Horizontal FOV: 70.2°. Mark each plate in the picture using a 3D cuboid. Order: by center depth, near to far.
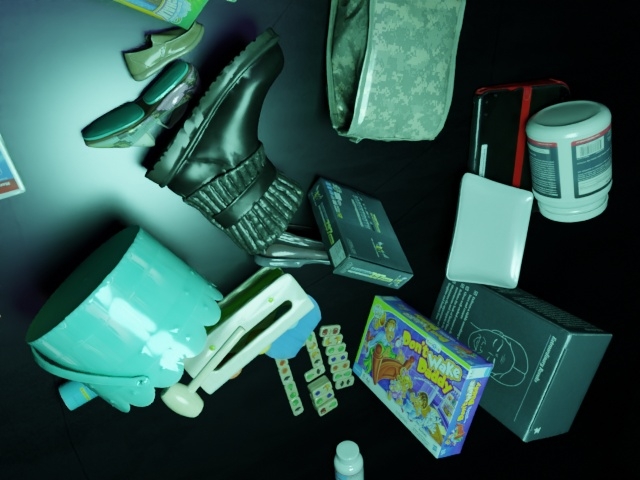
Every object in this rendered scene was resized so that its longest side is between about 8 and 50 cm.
[{"bbox_3d":[0.450,-0.020,1.232,0.277,0.045,0.278,9,91,-30],"label":"plate"}]

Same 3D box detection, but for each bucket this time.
[{"bbox_3d":[-0.324,0.121,0.762,0.281,0.281,0.183,-46,117,-7],"label":"bucket"}]

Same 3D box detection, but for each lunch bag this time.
[{"bbox_3d":[0.140,-0.341,0.912,0.235,0.169,0.287,-5,107,-30],"label":"lunch bag"}]

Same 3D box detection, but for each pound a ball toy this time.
[{"bbox_3d":[-0.157,0.206,0.917,0.319,0.208,0.136,-40,111,-11],"label":"pound a ball toy"}]

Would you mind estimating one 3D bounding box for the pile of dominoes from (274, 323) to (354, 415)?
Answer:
[{"bbox_3d":[-0.003,0.344,1.186,0.195,0.040,0.251,-25,121,-20],"label":"pile of dominoes"}]

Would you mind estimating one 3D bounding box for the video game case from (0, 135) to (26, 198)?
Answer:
[{"bbox_3d":[-0.581,-0.170,0.630,0.204,0.025,0.285,-22,119,-23],"label":"video game case"}]

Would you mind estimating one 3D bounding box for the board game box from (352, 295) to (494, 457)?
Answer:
[{"bbox_3d":[0.232,0.315,1.128,0.078,0.347,0.234,6,106,-32],"label":"board game box"}]

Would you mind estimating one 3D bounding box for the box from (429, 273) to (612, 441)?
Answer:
[{"bbox_3d":[0.509,0.290,1.257,0.211,0.395,0.294,8,105,-33],"label":"box"}]

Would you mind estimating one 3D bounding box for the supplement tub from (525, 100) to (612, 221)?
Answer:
[{"bbox_3d":[0.654,-0.207,1.197,0.191,0.191,0.272,-32,121,-17],"label":"supplement tub"}]

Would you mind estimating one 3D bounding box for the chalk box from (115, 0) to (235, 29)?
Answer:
[{"bbox_3d":[-0.222,-0.414,0.662,0.213,0.132,0.133,11,79,-34],"label":"chalk box"}]

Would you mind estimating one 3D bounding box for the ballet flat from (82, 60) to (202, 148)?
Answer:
[{"bbox_3d":[-0.287,-0.211,0.770,0.221,0.077,0.079,-43,145,-10],"label":"ballet flat"}]

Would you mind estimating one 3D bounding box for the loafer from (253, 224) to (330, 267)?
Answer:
[{"bbox_3d":[0.000,0.000,1.009,0.302,0.109,0.095,-4,107,-27],"label":"loafer"}]

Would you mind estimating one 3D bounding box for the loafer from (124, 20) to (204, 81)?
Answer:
[{"bbox_3d":[-0.256,-0.320,0.746,0.148,0.056,0.050,-42,131,-10],"label":"loafer"}]

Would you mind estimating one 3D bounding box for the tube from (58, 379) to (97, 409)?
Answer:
[{"bbox_3d":[-0.403,0.253,0.905,0.207,0.052,0.080,-30,129,-24],"label":"tube"}]

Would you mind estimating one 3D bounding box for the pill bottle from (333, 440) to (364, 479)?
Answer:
[{"bbox_3d":[0.084,0.676,1.348,0.087,0.087,0.160,-17,117,-25],"label":"pill bottle"}]

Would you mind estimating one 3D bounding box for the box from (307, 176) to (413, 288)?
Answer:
[{"bbox_3d":[0.082,-0.017,0.975,0.183,0.233,0.059,18,130,-35],"label":"box"}]

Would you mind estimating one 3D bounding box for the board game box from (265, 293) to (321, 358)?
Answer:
[{"bbox_3d":[-0.081,0.196,1.084,0.133,0.033,0.169,39,82,-31],"label":"board game box"}]

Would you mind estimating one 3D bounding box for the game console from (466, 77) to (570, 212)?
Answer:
[{"bbox_3d":[0.545,-0.241,1.278,0.341,0.060,0.387,-13,115,-21],"label":"game console"}]

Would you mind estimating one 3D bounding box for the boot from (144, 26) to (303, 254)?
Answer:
[{"bbox_3d":[-0.116,-0.168,0.831,0.260,0.131,0.348,36,100,-24],"label":"boot"}]
